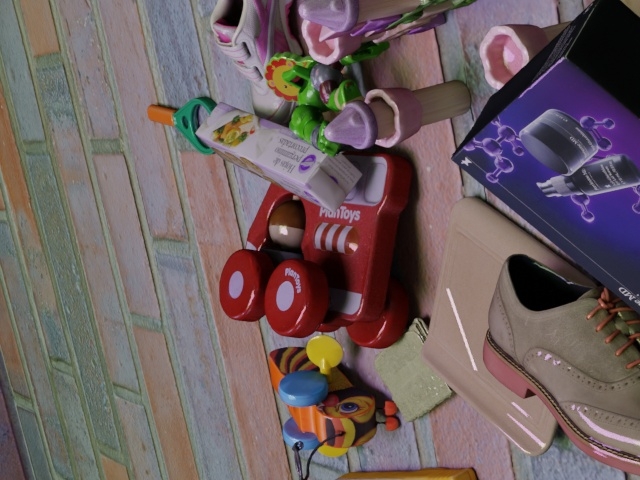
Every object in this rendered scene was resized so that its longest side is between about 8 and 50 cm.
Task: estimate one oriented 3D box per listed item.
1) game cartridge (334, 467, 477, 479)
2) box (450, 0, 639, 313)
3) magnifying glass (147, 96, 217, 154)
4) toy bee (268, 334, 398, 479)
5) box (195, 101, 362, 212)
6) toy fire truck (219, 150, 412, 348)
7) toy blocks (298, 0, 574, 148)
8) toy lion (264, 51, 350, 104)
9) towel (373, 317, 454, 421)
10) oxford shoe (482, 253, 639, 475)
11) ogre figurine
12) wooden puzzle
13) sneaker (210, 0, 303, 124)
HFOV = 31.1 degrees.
[{"bbox_3d":[0.158,0.459,1.605,0.323,0.052,0.285,-20,89,56],"label":"game cartridge"},{"bbox_3d":[0.274,-0.059,0.996,0.261,0.103,0.184,38,149,-4],"label":"box"},{"bbox_3d":[-0.220,-0.195,1.874,0.231,0.026,0.092,18,121,51],"label":"magnifying glass"},{"bbox_3d":[0.023,0.249,1.635,0.195,0.162,0.298,91,169,-46],"label":"toy bee"},{"bbox_3d":[-0.064,-0.117,1.529,0.067,0.063,0.324,41,173,-35],"label":"box"},{"bbox_3d":[0.000,0.000,1.533,0.302,0.169,0.254,11,90,55],"label":"toy fire truck"},{"bbox_3d":[0.068,-0.262,1.166,0.288,0.260,0.309,-19,89,59],"label":"toy blocks"},{"bbox_3d":[-0.023,-0.210,1.498,0.096,0.034,0.100,46,138,-13],"label":"toy lion"},{"bbox_3d":[0.127,0.174,1.520,0.110,0.027,0.148,60,146,16],"label":"towel"},{"bbox_3d":[0.274,0.116,1.092,0.348,0.123,0.130,28,128,50],"label":"oxford shoe"},{"bbox_3d":[0.017,-0.194,1.392,0.118,0.097,0.197,-1,87,58],"label":"ogre figurine"},{"bbox_3d":[0.216,0.097,1.336,0.221,0.044,0.239,41,133,40],"label":"wooden puzzle"},{"bbox_3d":[-0.094,-0.271,1.549,0.103,0.111,0.252,23,127,51],"label":"sneaker"}]
